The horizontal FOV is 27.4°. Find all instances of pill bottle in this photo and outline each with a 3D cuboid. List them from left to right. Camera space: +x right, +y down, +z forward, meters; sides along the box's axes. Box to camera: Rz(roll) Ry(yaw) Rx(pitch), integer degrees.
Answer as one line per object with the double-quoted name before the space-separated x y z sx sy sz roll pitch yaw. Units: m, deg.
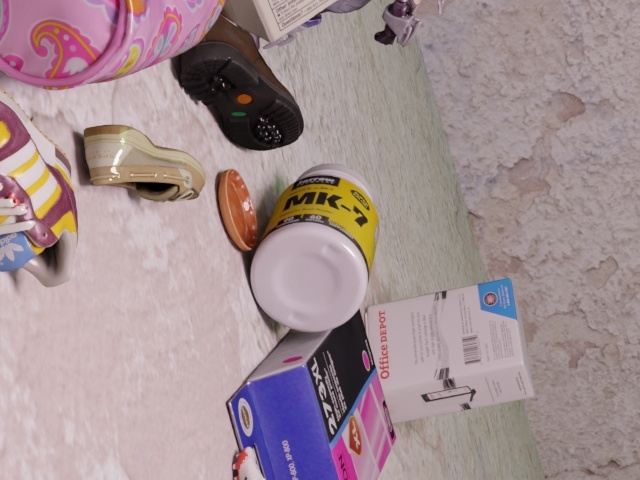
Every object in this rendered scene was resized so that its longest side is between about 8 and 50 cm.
"pill bottle" 0.000 0.000 1.389 0.208 0.119 0.119 -74 147 -65

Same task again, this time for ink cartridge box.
"ink cartridge box" 0.001 0.186 1.342 0.371 0.069 0.175 -39 114 -73
"ink cartridge box" 0.170 0.148 1.751 0.086 0.203 0.148 65 18 -46

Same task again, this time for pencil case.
"pencil case" -0.153 -0.185 0.972 0.284 0.124 0.124 -58 133 -71

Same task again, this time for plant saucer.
"plant saucer" -0.083 -0.030 1.306 0.083 0.013 0.083 -14 90 -77

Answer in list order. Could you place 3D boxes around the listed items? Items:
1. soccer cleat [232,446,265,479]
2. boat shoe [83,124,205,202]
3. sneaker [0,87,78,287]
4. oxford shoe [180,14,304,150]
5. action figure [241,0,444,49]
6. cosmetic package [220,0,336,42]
"soccer cleat" -0.056 0.212 1.128 0.083 0.036 0.029 -88 159 -48
"boat shoe" -0.137 -0.050 1.034 0.153 0.056 0.048 33 54 -68
"sneaker" -0.189 -0.029 0.762 0.185 0.070 0.084 40 33 -66
"oxford shoe" -0.075 -0.164 1.333 0.227 0.083 0.096 53 22 -61
"action figure" 0.047 -0.297 1.518 0.185 0.285 0.099 -88 160 -46
"cosmetic package" -0.073 -0.372 1.327 0.129 0.153 0.296 37 -25 49
